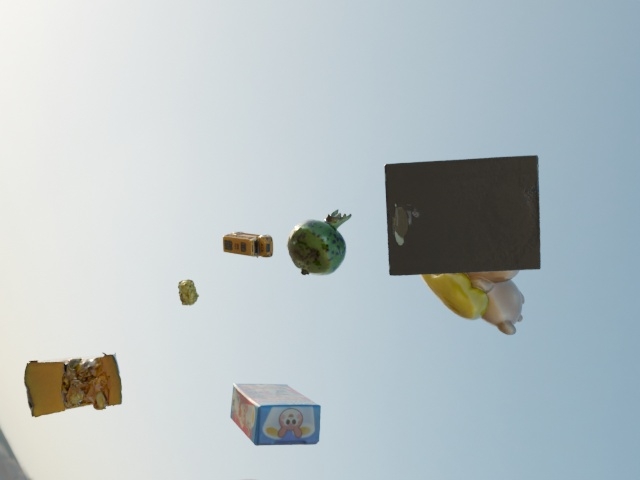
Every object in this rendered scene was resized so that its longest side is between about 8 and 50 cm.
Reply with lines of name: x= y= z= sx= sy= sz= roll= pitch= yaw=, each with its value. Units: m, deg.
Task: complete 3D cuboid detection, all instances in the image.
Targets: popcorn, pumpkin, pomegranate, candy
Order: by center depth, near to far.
pumpkin: x=-0.596 y=0.342 z=1.890 sx=0.280 sy=0.190 sz=0.139 roll=-22 pitch=-108 yaw=59
candy: x=-0.117 y=0.425 z=1.963 sx=0.306 sy=0.157 sz=0.100 roll=-178 pitch=-88 yaw=-73
popcorn: x=-0.398 y=0.156 z=2.378 sx=0.083 sy=0.057 sz=0.082 roll=135 pitch=-62 yaw=-72
pomegranate: x=0.000 y=0.000 z=2.667 sx=0.211 sy=0.263 sz=0.211 roll=28 pitch=-11 yaw=6

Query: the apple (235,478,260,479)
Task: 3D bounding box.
apple: x=-0.228 y=0.910 z=2.373 sx=0.346 sy=0.391 sz=0.391 roll=11 pitch=-55 yaw=44

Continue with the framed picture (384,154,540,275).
framed picture: x=0.302 y=-0.051 z=1.683 sx=0.013 sy=0.323 sz=0.244 roll=-58 pitch=146 yaw=-82

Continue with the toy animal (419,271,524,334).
toy animal: x=0.423 y=0.074 z=2.035 sx=0.345 sy=0.247 sz=0.277 roll=33 pitch=18 yaw=-5

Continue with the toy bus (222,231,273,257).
toy bus: x=-0.224 y=0.015 z=2.464 sx=0.162 sy=0.074 sz=0.070 roll=7 pitch=-78 yaw=34
